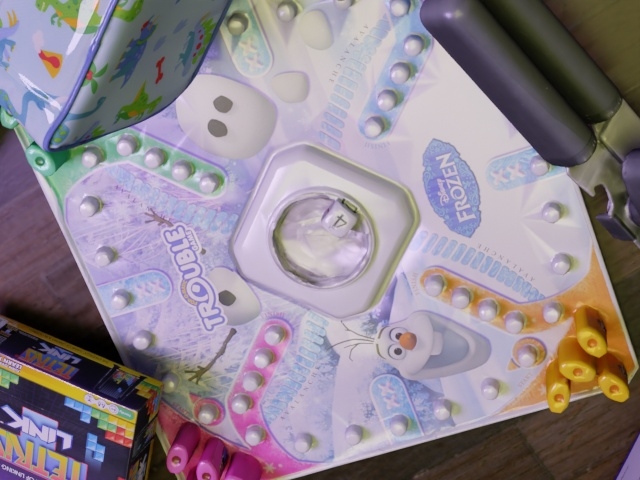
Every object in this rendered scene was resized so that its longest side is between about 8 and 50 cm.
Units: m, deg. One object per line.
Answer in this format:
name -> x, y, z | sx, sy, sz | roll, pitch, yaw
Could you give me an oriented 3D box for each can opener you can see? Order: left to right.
can opener -> 0.182, -0.089, 0.945 | 0.280, 0.093, 0.074 | 41, 68, -25

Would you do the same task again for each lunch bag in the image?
lunch bag -> -0.116, -0.167, 0.878 | 0.090, 0.176, 0.219 | 41, 126, 12

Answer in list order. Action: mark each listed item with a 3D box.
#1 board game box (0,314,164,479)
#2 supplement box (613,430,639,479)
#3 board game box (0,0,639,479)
board game box -> -0.218, 0.147, 1.108 | 0.170, 0.048, 0.141 | 20, 121, 14
supplement box -> 0.340, 0.234, 1.068 | 0.220, 0.114, 0.111 | 20, 111, -3
board game box -> 0.000, 0.000, 1.052 | 0.390, 0.050, 0.390 | -18, 108, 13
